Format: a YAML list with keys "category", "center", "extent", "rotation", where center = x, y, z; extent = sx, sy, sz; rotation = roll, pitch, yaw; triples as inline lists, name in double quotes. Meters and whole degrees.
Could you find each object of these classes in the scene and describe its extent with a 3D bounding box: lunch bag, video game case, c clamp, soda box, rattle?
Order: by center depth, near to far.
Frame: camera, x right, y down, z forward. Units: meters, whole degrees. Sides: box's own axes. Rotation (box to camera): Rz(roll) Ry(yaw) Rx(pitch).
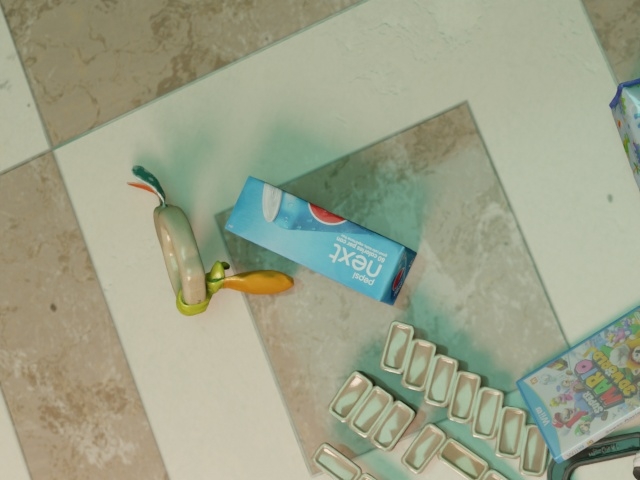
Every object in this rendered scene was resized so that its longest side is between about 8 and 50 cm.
- category: "video game case"
  center: [0.307, 0.157, 1.939]
  extent: [0.166, 0.015, 0.119]
  rotation: [-33, 46, 10]
- category: "lunch bag"
  center: [0.412, -0.125, 1.941]
  extent: [0.151, 0.096, 0.129]
  rotation: [-15, 78, -5]
- category: "c clamp"
  center: [0.317, 0.286, 1.947]
  extent: [0.160, 0.022, 0.137]
  rotation: [-20, 72, 14]
- category: "soda box"
  center: [0.000, 0.000, 2.051]
  extent: [0.210, 0.067, 0.071]
  rotation: [25, 90, 17]
- category: "rattle"
  center: [-0.136, -0.017, 2.094]
  extent: [0.142, 0.130, 0.200]
  rotation: [-23, 50, 1]

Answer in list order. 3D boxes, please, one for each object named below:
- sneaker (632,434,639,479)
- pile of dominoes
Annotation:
- category: "sneaker"
  center: [0.471, 0.215, 1.872]
  extent: [0.271, 0.100, 0.108]
  rotation: [3, 66, 12]
- category: "pile of dominoes"
  center: [0.131, 0.234, 2.010]
  extent: [0.251, 0.040, 0.196]
  rotation: [35, 92, 9]
